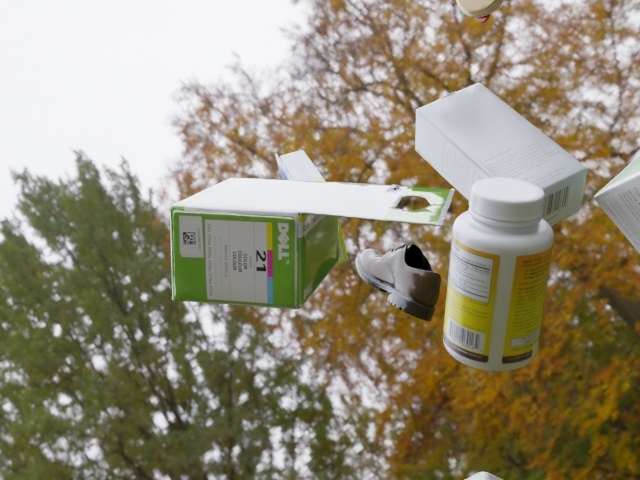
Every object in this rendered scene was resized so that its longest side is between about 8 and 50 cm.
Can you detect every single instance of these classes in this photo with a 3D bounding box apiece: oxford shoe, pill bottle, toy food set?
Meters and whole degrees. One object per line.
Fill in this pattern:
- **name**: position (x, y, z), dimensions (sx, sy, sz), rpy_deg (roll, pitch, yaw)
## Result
- **oxford shoe**: position (0.131, 0.047, 1.385), dimensions (0.082, 0.227, 0.096), rpy_deg (18, -82, -29)
- **pill bottle**: position (0.212, 0.039, 1.036), dimensions (0.117, 0.117, 0.215), rpy_deg (-15, -61, -34)
- **toy food set**: position (0.202, -0.313, 1.073), dimensions (0.083, 0.083, 0.020), rpy_deg (-30, -27, 37)

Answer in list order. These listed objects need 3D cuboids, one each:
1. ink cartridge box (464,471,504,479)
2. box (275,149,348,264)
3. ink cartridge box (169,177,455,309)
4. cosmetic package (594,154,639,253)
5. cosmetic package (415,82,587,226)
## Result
- **ink cartridge box**: position (0.249, 0.536, 1.366), dimensions (0.114, 0.273, 0.197), rpy_deg (30, -54, -33)
- **box**: position (-0.014, -0.050, 1.204), dimensions (0.042, 0.178, 0.109), rpy_deg (-18, -59, -7)
- **ink cartridge box**: position (0.000, 0.000, 0.876), dimensions (0.189, 0.255, 0.097), rpy_deg (-46, -42, -72)
- **cosmetic package**: position (0.508, -0.091, 0.984), dimensions (0.197, 0.155, 0.365), rpy_deg (-38, -3, -18)
- **cosmetic package**: position (0.240, -0.112, 1.190), dimensions (0.117, 0.231, 0.085), rpy_deg (-24, -42, -18)
